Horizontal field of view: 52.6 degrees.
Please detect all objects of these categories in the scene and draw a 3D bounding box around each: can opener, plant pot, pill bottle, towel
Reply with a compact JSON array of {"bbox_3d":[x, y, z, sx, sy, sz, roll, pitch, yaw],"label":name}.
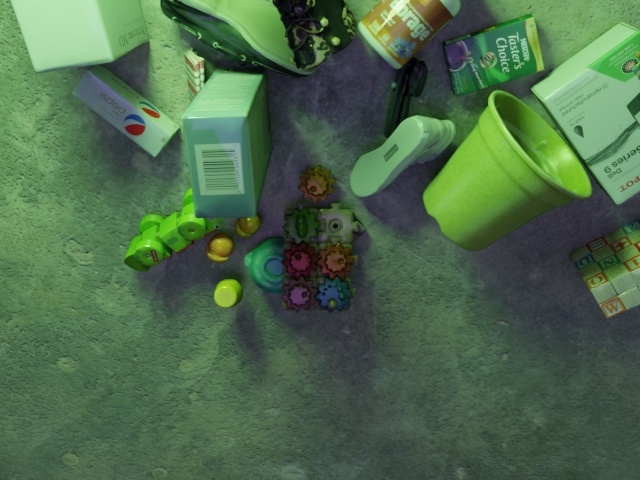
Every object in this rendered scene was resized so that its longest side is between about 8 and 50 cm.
[{"bbox_3d":[0.169,-0.296,1.353,0.059,0.073,0.186,12,126,-10],"label":"can opener"},{"bbox_3d":[0.359,-0.119,1.332,0.276,0.276,0.254,37,125,-13],"label":"plant pot"},{"bbox_3d":[0.186,-0.444,1.238,0.121,0.121,0.216,42,110,-16],"label":"pill bottle"},{"bbox_3d":[-0.250,-0.289,1.345,0.029,0.144,0.197,-9,118,-15],"label":"towel"}]

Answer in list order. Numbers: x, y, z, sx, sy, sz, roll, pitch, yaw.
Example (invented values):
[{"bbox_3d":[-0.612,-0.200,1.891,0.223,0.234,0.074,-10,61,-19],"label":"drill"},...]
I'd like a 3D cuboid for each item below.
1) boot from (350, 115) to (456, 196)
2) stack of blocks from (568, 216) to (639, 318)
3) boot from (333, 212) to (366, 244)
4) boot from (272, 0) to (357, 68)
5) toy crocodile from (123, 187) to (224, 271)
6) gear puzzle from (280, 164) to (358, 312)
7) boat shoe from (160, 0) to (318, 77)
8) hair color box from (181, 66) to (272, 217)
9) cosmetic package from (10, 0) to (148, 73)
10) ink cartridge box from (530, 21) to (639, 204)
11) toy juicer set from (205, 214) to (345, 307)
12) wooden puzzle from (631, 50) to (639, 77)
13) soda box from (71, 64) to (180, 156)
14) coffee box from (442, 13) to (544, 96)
[{"bbox_3d":[0.179,-0.173,1.393,0.123,0.095,0.258,-5,158,-37],"label":"boot"},{"bbox_3d":[0.718,0.028,1.408,0.297,0.171,0.087,-31,111,17],"label":"stack of blocks"},{"bbox_3d":[0.068,-0.008,1.514,0.087,0.042,0.118,-29,111,15],"label":"boot"},{"bbox_3d":[-0.067,-0.438,1.141,0.138,0.377,0.284,-13,122,29],"label":"boot"},{"bbox_3d":[-0.326,-0.022,1.499,0.341,0.115,0.105,-28,130,19],"label":"toy crocodile"},{"bbox_3d":[0.000,0.000,1.463,0.176,0.044,0.338,1,98,-3],"label":"gear puzzle"},{"bbox_3d":[-0.168,-0.411,1.294,0.340,0.127,0.113,24,145,-17],"label":"boat shoe"},{"bbox_3d":[-0.166,-0.203,1.246,0.114,0.374,0.185,-1,117,2],"label":"hair color box"},{"bbox_3d":[-0.475,-0.561,1.174,0.162,0.230,0.453,-6,117,7],"label":"cosmetic package"},{"bbox_3d":[0.601,-0.250,1.304,0.211,0.121,0.289,-37,108,19],"label":"ink cartridge box"},{"bbox_3d":[-0.113,0.026,1.533,0.329,0.089,0.209,-15,94,2],"label":"toy juicer set"},{"bbox_3d":[0.611,-0.320,1.199,0.083,0.006,0.049,36,110,-14],"label":"wooden puzzle"},{"bbox_3d":[-0.416,-0.280,1.396,0.216,0.074,0.069,38,113,-14],"label":"soda box"},{"bbox_3d":[0.348,-0.373,1.308,0.184,0.040,0.113,-14,115,11],"label":"coffee box"}]
